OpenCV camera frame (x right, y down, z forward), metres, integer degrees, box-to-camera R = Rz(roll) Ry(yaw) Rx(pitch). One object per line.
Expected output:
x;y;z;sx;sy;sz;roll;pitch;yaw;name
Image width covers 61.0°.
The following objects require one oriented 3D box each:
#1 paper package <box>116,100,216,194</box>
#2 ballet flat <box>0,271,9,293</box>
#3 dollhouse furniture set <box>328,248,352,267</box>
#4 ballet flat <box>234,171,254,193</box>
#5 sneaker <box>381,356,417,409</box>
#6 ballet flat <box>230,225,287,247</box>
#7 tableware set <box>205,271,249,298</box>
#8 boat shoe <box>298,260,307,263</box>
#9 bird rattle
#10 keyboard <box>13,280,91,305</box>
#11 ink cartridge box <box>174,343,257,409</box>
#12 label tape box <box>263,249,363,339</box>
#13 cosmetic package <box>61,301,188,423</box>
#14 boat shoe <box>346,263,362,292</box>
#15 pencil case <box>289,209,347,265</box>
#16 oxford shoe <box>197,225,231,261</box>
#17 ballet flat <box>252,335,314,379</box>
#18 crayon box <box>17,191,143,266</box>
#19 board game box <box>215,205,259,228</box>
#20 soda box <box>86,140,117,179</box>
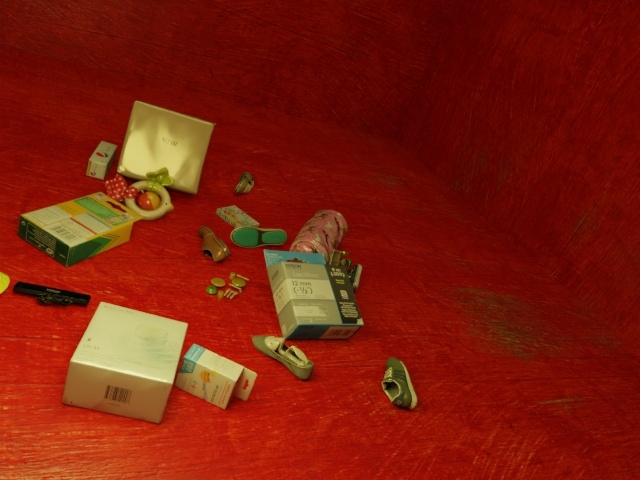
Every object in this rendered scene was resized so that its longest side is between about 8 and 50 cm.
-0.629;-0.371;2.207;0.325;0.309;0.168;14;0;-20;paper package
-0.861;0.120;1.361;0.077;0.077;0.231;22;26;-1;ballet flat
0.059;0.073;2.072;0.059;0.076;0.152;10;-2;34;dollhouse furniture set
-0.345;-0.262;2.519;0.067;0.073;0.206;33;27;-13;ballet flat
0.223;0.426;1.654;0.086;0.064;0.192;15;29;-26;sneaker
-0.250;-0.015;2.125;0.248;0.086;0.086;5;31;-35;ballet flat
-0.312;0.150;1.809;0.104;0.024;0.154;22;27;7;tableware set
-0.050;0.163;1.945;0.076;0.083;0.226;24;36;-21;boat shoe
-0.657;-0.169;2.016;0.253;0.143;0.207;-20;68;-41;bird rattle
-0.729;0.155;1.469;0.192;0.038;0.100;13;4;-16;keyboard
-0.263;0.350;1.367;0.181;0.104;0.061;24;26;3;ink cartridge box
-0.029;0.153;1.804;0.249;0.115;0.347;6;53;-31;label tape box
-0.457;0.286;1.301;0.224;0.138;0.224;17;25;-13;cosmetic package
0.111;0.134;2.126;0.083;0.065;0.183;20;25;0;boat shoe
0.000;0.000;2.188;0.160;0.167;0.386;8;25;12;pencil case
-0.403;0.010;1.955;0.076;0.076;0.212;-35;41;-16;oxford shoe
-0.106;0.322;1.588;0.213;0.068;0.072;32;28;20;ballet flat
-0.760;-0.045;1.751;0.203;0.083;0.323;29;27;13;crayon box
-0.340;-0.090;2.235;0.154;0.026;0.103;35;28;24;board game box
-0.884;-0.327;2.200;0.069;0.074;0.216;15;27;-16;soda box
